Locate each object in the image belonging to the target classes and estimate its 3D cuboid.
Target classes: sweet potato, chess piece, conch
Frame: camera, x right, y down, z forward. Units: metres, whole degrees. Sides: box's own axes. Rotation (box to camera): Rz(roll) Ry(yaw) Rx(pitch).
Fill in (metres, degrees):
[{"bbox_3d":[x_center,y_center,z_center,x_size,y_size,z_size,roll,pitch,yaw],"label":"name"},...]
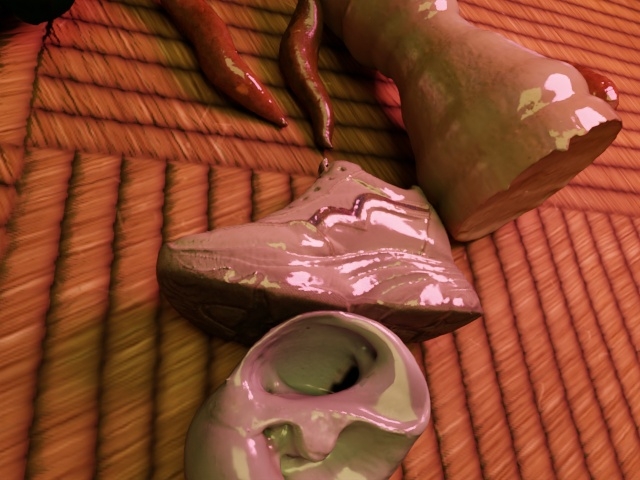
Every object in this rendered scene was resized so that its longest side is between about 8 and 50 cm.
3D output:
[{"bbox_3d":[-0.143,-0.258,0.661,0.059,0.067,0.281,-33,83,6],"label":"sweet potato"},{"bbox_3d":[0.161,-0.240,0.677,0.234,0.234,0.442,-18,68,-28],"label":"chess piece"},{"bbox_3d":[0.349,-0.232,0.781,0.354,0.106,0.095,-70,142,-64],"label":"sweet potato"},{"bbox_3d":[-0.022,-0.240,0.703,0.069,0.059,0.250,-9,77,15],"label":"sweet potato"},{"bbox_3d":[-0.013,0.160,0.443,0.221,0.121,0.185,-24,106,-23],"label":"conch"}]

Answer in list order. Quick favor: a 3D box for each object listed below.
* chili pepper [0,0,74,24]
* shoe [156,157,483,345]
[{"bbox_3d":[-0.361,-0.378,0.527,0.233,0.248,0.257,2,78,19],"label":"chili pepper"},{"bbox_3d":[0.000,0.000,0.549,0.342,0.132,0.211,5,56,-22],"label":"shoe"}]
